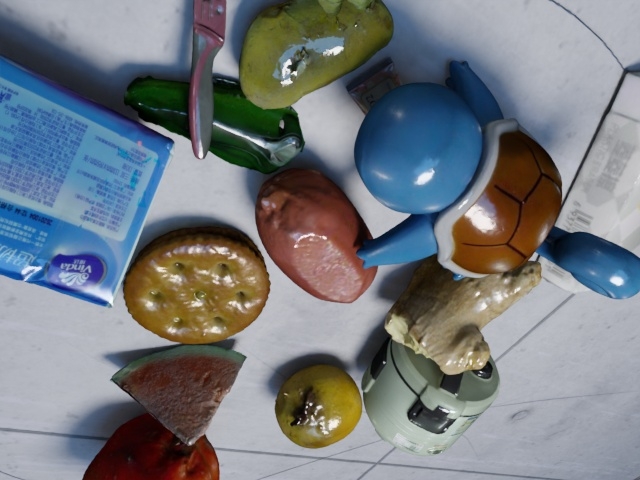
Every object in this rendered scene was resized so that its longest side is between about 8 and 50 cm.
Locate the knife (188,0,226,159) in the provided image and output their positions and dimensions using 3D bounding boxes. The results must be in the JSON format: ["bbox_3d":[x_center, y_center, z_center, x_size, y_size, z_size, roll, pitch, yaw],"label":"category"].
[{"bbox_3d":[-0.118,-0.207,0.539,0.035,0.018,0.247,-1,112,-25],"label":"knife"}]

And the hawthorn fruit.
[{"bbox_3d":[-0.290,0.439,0.951,0.254,0.254,0.300,32,112,-36],"label":"hawthorn fruit"}]

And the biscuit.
[{"bbox_3d":[-0.184,0.069,0.778,0.220,0.066,0.220,-8,129,-11],"label":"biscuit"}]

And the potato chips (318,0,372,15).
[{"bbox_3d":[0.143,-0.315,0.385,0.097,0.389,0.373,43,116,-3],"label":"potato chips"}]

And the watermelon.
[{"bbox_3d":[-0.238,0.241,0.863,0.207,0.202,0.136,16,85,-31],"label":"watermelon"}]

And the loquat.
[{"bbox_3d":[0.001,0.330,1.010,0.172,0.149,0.204,-32,146,10],"label":"loquat"}]

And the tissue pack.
[{"bbox_3d":[-0.319,-0.068,0.521,0.263,0.146,0.198,25,78,-35],"label":"tissue pack"}]

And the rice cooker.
[{"bbox_3d":[0.206,0.271,0.975,0.226,0.226,0.244,10,129,-24],"label":"rice cooker"}]

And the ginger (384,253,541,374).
[{"bbox_3d":[0.240,0.108,0.853,0.276,0.221,0.130,-30,123,21],"label":"ginger"}]

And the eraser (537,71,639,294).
[{"bbox_3d":[0.531,-0.080,0.852,0.213,0.082,0.396,-7,132,-12],"label":"eraser"}]

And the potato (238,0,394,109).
[{"bbox_3d":[-0.006,-0.217,0.568,0.188,0.085,0.105,-23,135,-3],"label":"potato"}]

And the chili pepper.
[{"bbox_3d":[-0.125,-0.138,0.616,0.216,0.062,0.108,14,125,-25],"label":"chili pepper"}]

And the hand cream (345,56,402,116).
[{"bbox_3d":[0.113,-0.146,0.698,0.067,0.043,0.209,-32,127,12],"label":"hand cream"}]

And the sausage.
[{"bbox_3d":[0.000,0.000,0.725,0.148,0.148,0.254,-33,131,12],"label":"sausage"}]

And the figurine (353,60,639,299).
[{"bbox_3d":[0.206,-0.045,0.664,0.416,0.243,0.298,28,101,-20],"label":"figurine"}]
